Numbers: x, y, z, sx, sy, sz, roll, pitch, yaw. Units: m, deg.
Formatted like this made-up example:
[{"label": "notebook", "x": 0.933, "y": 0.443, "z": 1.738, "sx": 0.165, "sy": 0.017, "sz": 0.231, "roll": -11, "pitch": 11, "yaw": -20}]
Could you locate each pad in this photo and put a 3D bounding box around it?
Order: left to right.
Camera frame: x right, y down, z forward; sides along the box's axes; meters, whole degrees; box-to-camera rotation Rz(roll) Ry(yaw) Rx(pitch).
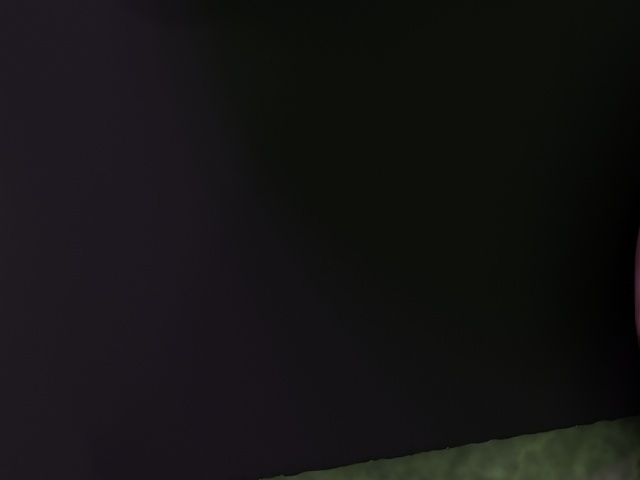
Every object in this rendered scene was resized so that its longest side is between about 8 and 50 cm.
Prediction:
[{"label": "pad", "x": 0.000, "y": 0.001, "z": 0.728, "sx": 0.375, "sy": 0.063, "sz": 0.315, "roll": -6, "pitch": 85, "yaw": -23}]

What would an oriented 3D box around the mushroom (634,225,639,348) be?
[{"label": "mushroom", "x": 0.205, "y": 0.003, "z": 0.729, "sx": 0.173, "sy": 0.162, "sz": 0.236, "roll": -43, "pitch": 115, "yaw": 16}]
